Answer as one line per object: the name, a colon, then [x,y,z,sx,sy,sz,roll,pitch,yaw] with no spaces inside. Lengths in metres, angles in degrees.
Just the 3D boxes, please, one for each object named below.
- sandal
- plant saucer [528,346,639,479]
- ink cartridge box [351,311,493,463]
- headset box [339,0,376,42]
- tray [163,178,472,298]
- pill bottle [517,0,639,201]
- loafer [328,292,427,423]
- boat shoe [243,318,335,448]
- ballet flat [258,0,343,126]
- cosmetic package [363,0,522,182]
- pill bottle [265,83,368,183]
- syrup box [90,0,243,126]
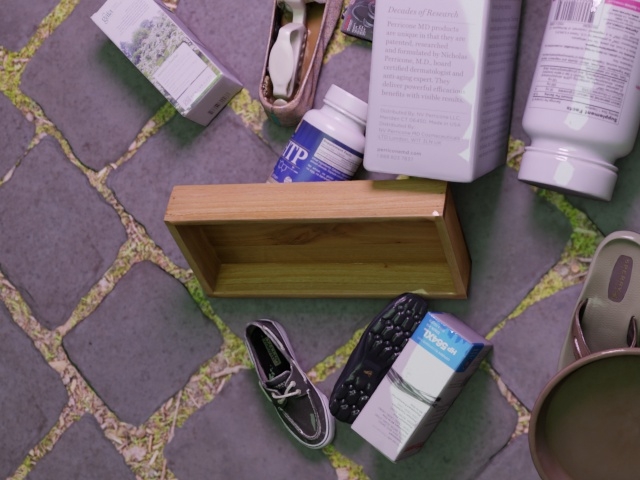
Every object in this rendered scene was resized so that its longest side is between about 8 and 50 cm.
sandal: [0.394,0.135,1.818,0.120,0.086,0.303,11,105,18]
plant saucer: [0.425,0.265,1.790,0.277,0.041,0.278,4,113,10]
ink cartridge box: [0.147,0.208,1.877,0.086,0.148,0.203,36,97,17]
headset box: [0.073,-0.337,1.996,0.083,0.032,0.062,21,93,17]
tray: [0.000,0.000,1.910,0.410,0.203,0.076,0,54,18]
pill bottle: [0.372,-0.206,1.823,0.160,0.160,0.283,15,92,18]
loafer: [0.082,0.168,1.935,0.076,0.078,0.223,31,102,-5]
boat shoe: [-0.055,0.220,1.984,0.077,0.070,0.219,-34,77,13]
ballet flat: [-0.031,-0.331,1.991,0.107,0.106,0.316,7,89,18]
cosmetic package: [0.180,-0.323,1.811,0.161,0.230,0.454,8,102,18]
pill bottle: [0.007,-0.133,1.963,0.112,0.112,0.187,32,96,17]
syrup box: [-0.242,-0.298,2.063,0.093,0.096,0.237,-46,74,9]
